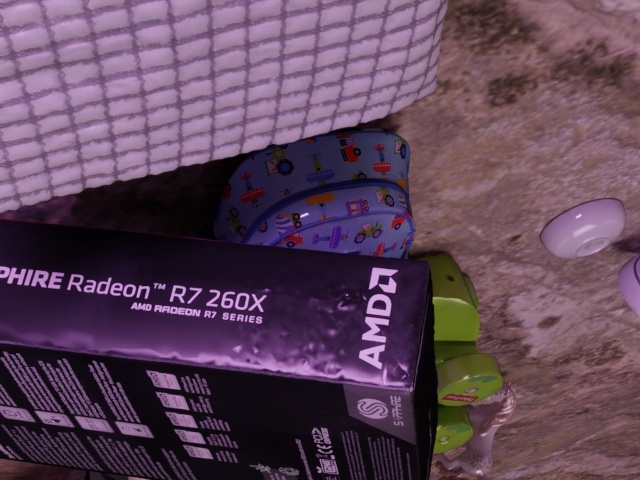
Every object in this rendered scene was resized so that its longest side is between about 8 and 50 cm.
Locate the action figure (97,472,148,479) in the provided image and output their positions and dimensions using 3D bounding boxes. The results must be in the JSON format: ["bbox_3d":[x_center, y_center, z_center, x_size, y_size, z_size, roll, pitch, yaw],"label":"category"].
[{"bbox_3d":[-0.086,0.172,1.076,0.185,0.099,0.285,23,110,-35],"label":"action figure"}]

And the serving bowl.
[{"bbox_3d":[0.250,-0.006,1.129,0.083,0.027,0.083,-16,154,-8],"label":"serving bowl"}]

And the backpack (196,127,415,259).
[{"bbox_3d":[0.000,0.000,0.870,0.158,0.117,0.173,-7,151,-23],"label":"backpack"}]

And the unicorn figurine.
[{"bbox_3d":[0.190,0.235,1.493,0.111,0.162,0.060,-4,174,40],"label":"unicorn figurine"}]

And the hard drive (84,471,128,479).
[{"bbox_3d":[-0.121,0.226,1.219,0.254,0.054,0.172,-15,157,-23],"label":"hard drive"}]

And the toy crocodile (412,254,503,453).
[{"bbox_3d":[0.101,0.131,1.202,0.105,0.115,0.340,-7,151,-11],"label":"toy crocodile"}]

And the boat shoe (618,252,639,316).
[{"bbox_3d":[0.410,0.025,1.245,0.258,0.095,0.084,-11,151,-41],"label":"boat shoe"}]

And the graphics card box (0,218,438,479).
[{"bbox_3d":[-0.108,0.086,0.807,0.370,0.094,0.233,6,150,11],"label":"graphics card box"}]

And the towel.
[{"bbox_3d":[-0.079,-0.130,0.561,0.283,0.121,0.235,-16,156,-9],"label":"towel"}]
